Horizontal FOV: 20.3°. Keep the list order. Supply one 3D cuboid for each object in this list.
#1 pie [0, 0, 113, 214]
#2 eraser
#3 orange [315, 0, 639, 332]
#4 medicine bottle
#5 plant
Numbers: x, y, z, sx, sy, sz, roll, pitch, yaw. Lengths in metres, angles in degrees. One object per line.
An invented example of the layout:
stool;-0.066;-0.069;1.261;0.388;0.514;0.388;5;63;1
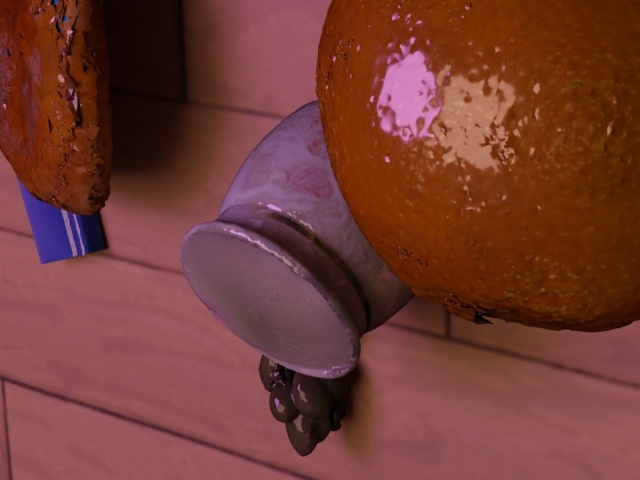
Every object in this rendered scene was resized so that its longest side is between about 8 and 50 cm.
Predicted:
pie;-0.211;-0.149;1.372;0.273;0.069;0.273;30;124;58
eraser;-0.215;-0.026;1.489;0.063;0.027;0.085;-11;95;41
orange;0.127;-0.083;1.004;0.274;0.274;0.274;15;113;38
medicine bottle;0.000;0.000;1.196;0.147;0.143;0.147;29;152;17
plant;-0.018;0.071;1.317;0.087;0.085;0.174;20;125;63
